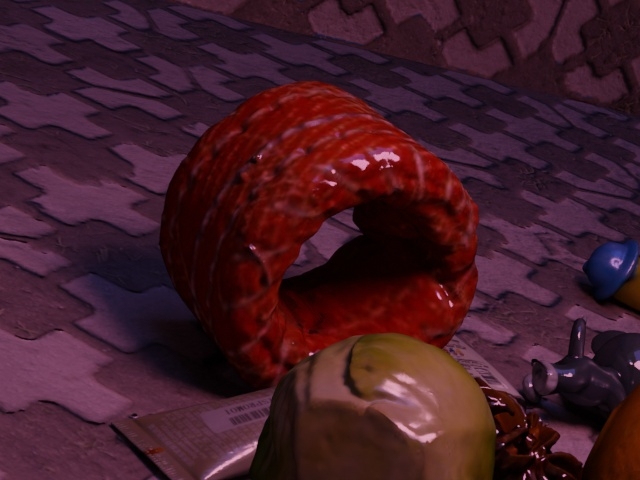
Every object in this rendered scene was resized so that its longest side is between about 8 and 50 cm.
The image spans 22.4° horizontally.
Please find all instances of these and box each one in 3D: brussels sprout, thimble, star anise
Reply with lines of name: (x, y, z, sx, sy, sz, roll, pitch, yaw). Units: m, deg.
brussels sprout: (0.052, 0.219, 1.462, 0.227, 0.259, 0.294, -10, -20, 9)
thimble: (0.000, 0.000, 1.887, 0.350, 0.350, 0.230, 6, 21, -34)
star anise: (0.202, 0.247, 1.757, 0.220, 0.126, 0.190, 42, 8, -29)

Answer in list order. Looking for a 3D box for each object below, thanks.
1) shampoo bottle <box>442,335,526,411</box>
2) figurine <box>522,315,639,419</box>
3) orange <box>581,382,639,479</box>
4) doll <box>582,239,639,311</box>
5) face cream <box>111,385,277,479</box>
shampoo bottle: (0.127, 0.150, 2.007, 0.153, 0.071, 0.284, 5, 22, -30)
figurine: (0.361, 0.170, 2.090, 0.265, 0.140, 0.193, 24, -3, -34)
orange: (0.390, 0.239, 1.708, 0.196, 0.262, 0.334, 43, 36, 13)
doll: (0.571, 0.099, 2.503, 0.363, 0.145, 0.199, 20, -22, 27)
face cream: (-0.044, 0.196, 1.727, 0.341, 0.084, 0.137, -9, 32, -39)
